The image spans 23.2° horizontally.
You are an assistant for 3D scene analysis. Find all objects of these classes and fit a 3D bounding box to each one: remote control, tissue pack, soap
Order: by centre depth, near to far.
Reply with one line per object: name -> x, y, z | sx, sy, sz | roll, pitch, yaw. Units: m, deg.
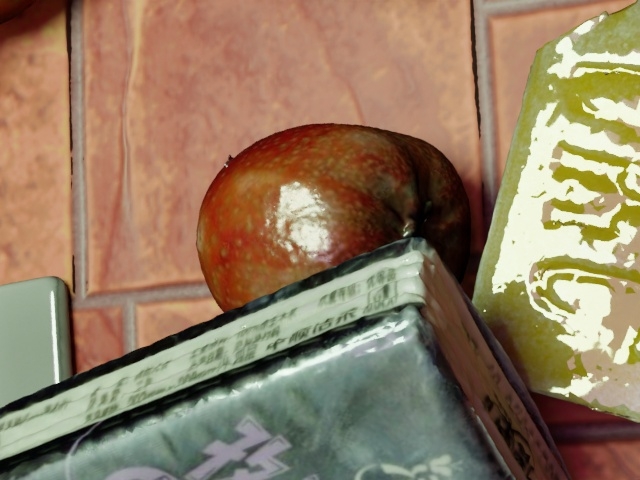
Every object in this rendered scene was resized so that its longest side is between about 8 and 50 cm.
tissue pack -> -0.038, 0.173, 0.955 | 0.361, 0.259, 0.122 | -24, 30, 18
soap -> 0.193, -0.021, 0.971 | 0.160, 0.080, 0.257 | 13, 88, 23
remote control -> -0.207, 0.157, 1.146 | 0.067, 0.029, 0.260 | -11, 76, 21

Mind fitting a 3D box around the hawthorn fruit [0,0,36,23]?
hawthorn fruit -> -0.260, -0.241, 1.147 | 0.199, 0.199, 0.251 | 7, 98, 24

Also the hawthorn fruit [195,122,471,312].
hawthorn fruit -> 0.000, 0.000, 1.013 | 0.188, 0.169, 0.169 | 2, 83, 46
